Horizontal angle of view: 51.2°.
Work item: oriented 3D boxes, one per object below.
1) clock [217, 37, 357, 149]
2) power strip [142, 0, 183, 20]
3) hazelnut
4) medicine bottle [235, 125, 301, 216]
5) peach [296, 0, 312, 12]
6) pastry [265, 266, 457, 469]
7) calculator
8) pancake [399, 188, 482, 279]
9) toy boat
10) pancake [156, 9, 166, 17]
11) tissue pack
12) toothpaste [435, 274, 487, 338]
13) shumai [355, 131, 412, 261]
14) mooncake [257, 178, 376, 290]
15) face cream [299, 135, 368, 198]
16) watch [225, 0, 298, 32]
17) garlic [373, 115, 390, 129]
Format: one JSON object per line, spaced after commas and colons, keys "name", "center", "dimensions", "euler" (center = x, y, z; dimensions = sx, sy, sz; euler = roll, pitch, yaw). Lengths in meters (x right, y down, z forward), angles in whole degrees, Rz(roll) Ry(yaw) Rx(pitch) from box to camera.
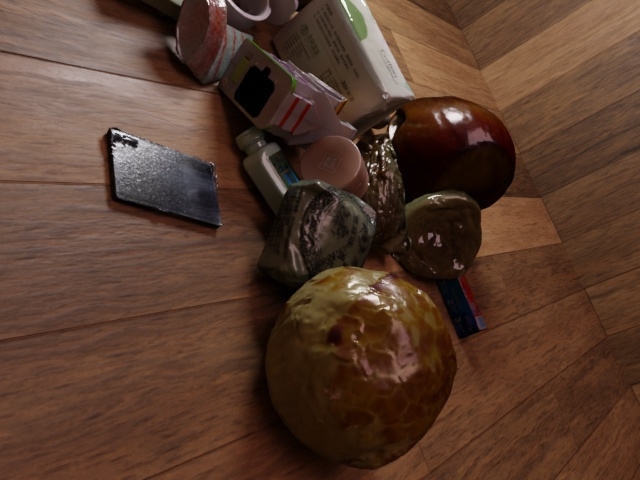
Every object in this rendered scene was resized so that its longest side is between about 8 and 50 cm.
{"name": "clock", "center": [-0.057, -0.321, 1.624], "dimensions": [0.309, 0.166, 0.235], "euler": [16, 25, -48]}
{"name": "power strip", "center": [-0.333, -0.558, 1.531], "dimensions": [0.288, 0.053, 0.093], "euler": [10, 66, -60]}
{"name": "hazelnut", "center": [0.408, -0.267, 2.070], "dimensions": [0.429, 0.402, 0.402], "euler": [10, 57, -36]}
{"name": "medicine bottle", "center": [-0.109, -0.153, 1.542], "dimensions": [0.229, 0.083, 0.121], "euler": [56, 28, -6]}
{"name": "peach", "center": [-0.052, -0.847, 1.859], "dimensions": [0.353, 0.339, 0.416], "euler": [-33, 67, -22]}
{"name": "pastry", "center": [0.090, 0.237, 1.298], "dimensions": [0.388, 0.312, 0.389], "euler": [32, 44, -37]}
{"name": "calculator", "center": [-0.300, -0.118, 1.306], "dimensions": [0.261, 0.021, 0.161], "euler": [18, 52, -47]}
{"name": "pancake", "center": [0.347, -0.014, 1.933], "dimensions": [0.294, 0.294, 0.049], "euler": [45, 0, -24]}
{"name": "toy boat", "center": [-0.235, -0.467, 1.591], "dimensions": [0.282, 0.096, 0.206], "euler": [-12, 109, -71]}
{"name": "pancake", "center": [-0.404, -0.598, 1.533], "dimensions": [0.184, 0.020, 0.191], "euler": [-5, 69, -56]}
{"name": "tissue pack", "center": [0.061, -0.476, 1.858], "dimensions": [0.193, 0.266, 0.357], "euler": [-17, 80, -52]}
{"name": "toothpaste", "center": [0.408, 0.137, 2.049], "dimensions": [0.066, 0.076, 0.321], "euler": [2, 65, -54]}
{"name": "shumai", "center": [0.172, -0.095, 1.766], "dimensions": [0.283, 0.217, 0.346], "euler": [41, 34, -27]}
{"name": "mooncake", "center": [0.004, -0.001, 1.459], "dimensions": [0.250, 0.136, 0.255], "euler": [26, 75, -48]}
{"name": "face cream", "center": [0.034, -0.160, 1.588], "dimensions": [0.104, 0.149, 0.149], "euler": [57, 19, -63]}
{"name": "watch", "center": [-0.196, -0.630, 1.702], "dimensions": [0.244, 0.196, 0.231], "euler": [53, 40, -19]}
{"name": "garlic", "center": [0.145, -0.417, 2.089], "dimensions": [0.159, 0.102, 0.147], "euler": [51, 18, -37]}
